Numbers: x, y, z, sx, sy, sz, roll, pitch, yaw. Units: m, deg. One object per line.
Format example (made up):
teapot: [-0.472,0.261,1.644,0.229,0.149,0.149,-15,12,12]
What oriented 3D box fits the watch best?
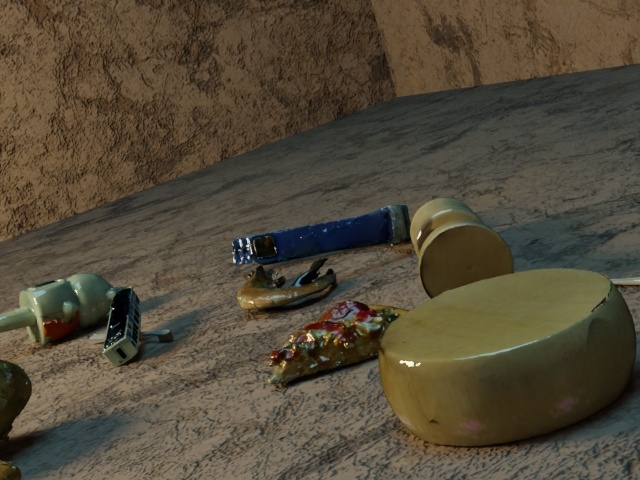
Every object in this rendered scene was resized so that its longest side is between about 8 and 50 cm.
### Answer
watch: [0.004,-0.001,2.098,0.274,0.068,0.276,-13,2,-10]

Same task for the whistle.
whistle: [-0.436,0.113,2.125,0.253,0.106,0.102,-15,-22,-32]

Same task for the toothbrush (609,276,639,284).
toothbrush: [0.345,0.045,1.549,0.017,0.022,0.204,-4,1,-43]

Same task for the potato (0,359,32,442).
potato: [-0.488,0.224,1.555,0.296,0.141,0.191,-21,-4,-18]

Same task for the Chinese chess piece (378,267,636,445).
Chinese chess piece: [0.181,0.111,1.262,0.250,0.097,0.251,-16,12,3]

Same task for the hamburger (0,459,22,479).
hamburger: [-0.355,0.264,1.384,0.076,0.044,0.083,5,8,5]

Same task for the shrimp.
shrimp: [-0.053,0.061,1.972,0.152,0.046,0.219,-16,10,-2]

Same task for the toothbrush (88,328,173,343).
toothbrush: [-0.287,0.146,1.964,0.194,0.017,0.014,-6,27,43]

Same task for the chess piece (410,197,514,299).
chess piece: [0.178,0.003,1.782,0.117,0.117,0.397,-16,9,2]

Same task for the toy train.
toy train: [-0.293,0.123,1.932,0.043,0.047,0.207,-34,20,7]

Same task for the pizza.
pizza: [0.012,0.117,1.572,0.199,0.062,0.188,-25,12,-32]
